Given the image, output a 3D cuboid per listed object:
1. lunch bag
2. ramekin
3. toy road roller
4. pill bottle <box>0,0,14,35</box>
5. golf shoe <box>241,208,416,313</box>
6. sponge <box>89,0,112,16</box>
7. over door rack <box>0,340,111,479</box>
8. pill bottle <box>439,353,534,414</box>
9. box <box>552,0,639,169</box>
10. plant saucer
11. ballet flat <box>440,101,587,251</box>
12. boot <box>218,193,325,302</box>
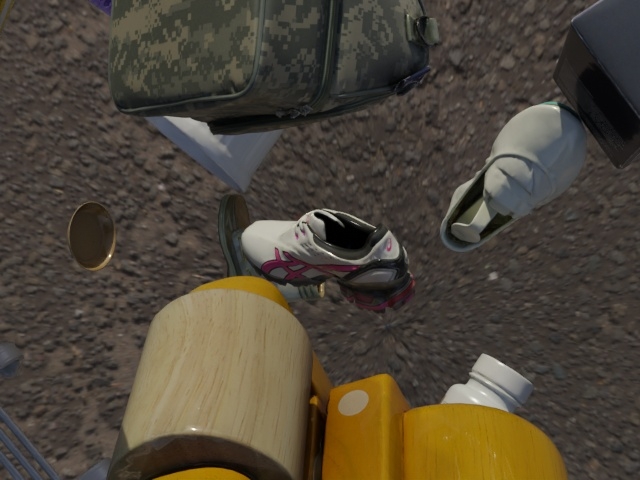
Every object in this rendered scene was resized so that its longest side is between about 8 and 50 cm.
[{"bbox_3d":[-0.055,-0.229,1.075,0.305,0.256,0.213,1,91,47],"label":"lunch bag"},{"bbox_3d":[-0.187,-0.213,1.531,0.277,0.277,0.135,39,85,6],"label":"ramekin"},{"bbox_3d":[0.036,0.173,0.649,0.240,0.203,0.330,-18,124,16],"label":"toy road roller"},{"bbox_3d":[-0.483,-0.308,1.192,0.187,0.188,0.334,-5,45,4],"label":"pill bottle"},{"bbox_3d":[0.000,0.000,0.847,0.186,0.086,0.067,12,45,38],"label":"golf shoe"},{"bbox_3d":[-0.282,-0.374,1.328,0.210,0.031,0.117,33,98,-26],"label":"sponge"},{"bbox_3d":[-0.263,0.259,0.635,0.324,0.108,0.239,-40,82,-16],"label":"over door rack"},{"bbox_3d":[0.250,0.310,1.589,0.131,0.131,0.229,33,85,6],"label":"pill bottle"},{"bbox_3d":[0.474,-0.259,1.222,0.296,0.294,0.183,-34,83,5],"label":"box"},{"bbox_3d":[-0.278,-0.005,1.154,0.015,0.083,0.084,-2,84,29],"label":"plant saucer"},{"bbox_3d":[0.292,-0.074,1.520,0.139,0.400,0.139,4,70,-12],"label":"ballet flat"},{"bbox_3d":[-0.078,0.010,1.584,0.165,0.077,0.213,-15,77,23],"label":"boot"}]
